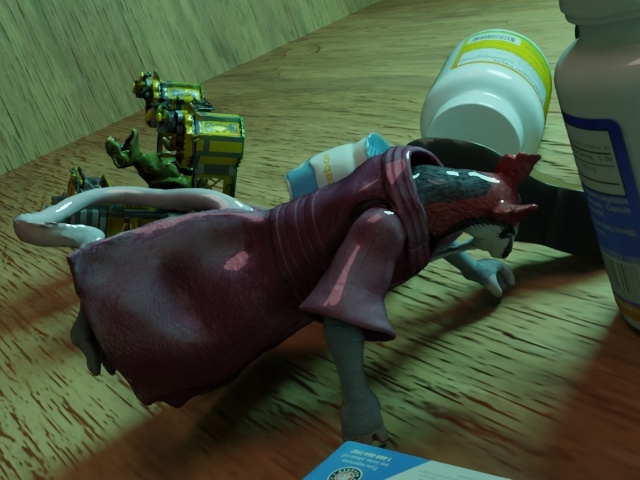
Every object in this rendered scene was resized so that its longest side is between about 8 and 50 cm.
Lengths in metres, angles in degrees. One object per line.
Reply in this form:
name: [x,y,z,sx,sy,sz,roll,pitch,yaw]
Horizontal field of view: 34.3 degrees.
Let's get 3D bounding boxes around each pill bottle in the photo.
pill bottle: [0.188,-0.146,1.181,0.136,0.136,0.246,-13,21,22]
pill bottle: [0.252,-0.079,0.723,0.152,0.272,0.152,-18,19,7]

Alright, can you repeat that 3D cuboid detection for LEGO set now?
LEGO set: [-0.222,-0.074,1.225,0.192,0.255,0.331,2,24,-19]

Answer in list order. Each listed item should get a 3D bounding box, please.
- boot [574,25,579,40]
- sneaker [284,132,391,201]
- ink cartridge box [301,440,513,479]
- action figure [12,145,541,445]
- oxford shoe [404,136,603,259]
boot: [0.420,-0.254,1.093,0.264,0.096,0.280,-13,14,27]
sneaker: [0.040,-0.036,0.979,0.092,0.087,0.228,-17,-20,14]
ink cartridge box: [-0.005,0.205,0.518,0.231,0.078,0.134,-35,23,-35]
action figure: [0.000,0.000,0.815,0.370,0.276,0.248,-27,9,26]
oxford shoe: [0.169,-0.035,0.918,0.212,0.076,0.076,21,10,9]
